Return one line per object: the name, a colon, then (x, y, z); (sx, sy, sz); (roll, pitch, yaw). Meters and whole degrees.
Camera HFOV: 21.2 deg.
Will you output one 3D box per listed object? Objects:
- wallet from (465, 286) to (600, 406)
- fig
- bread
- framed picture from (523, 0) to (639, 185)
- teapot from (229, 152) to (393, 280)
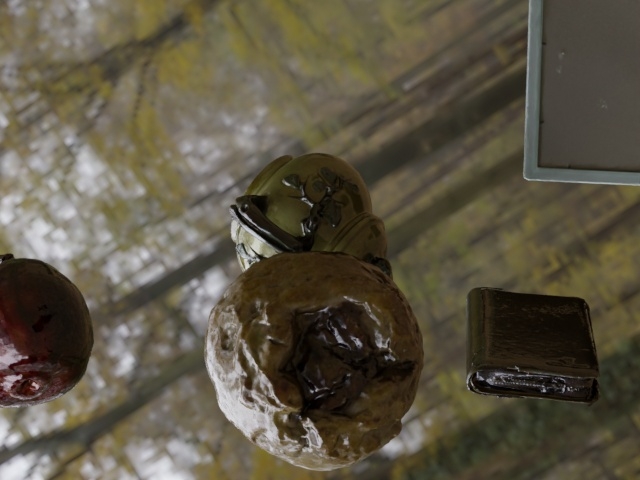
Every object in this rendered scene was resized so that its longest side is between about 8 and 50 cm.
wallet: (0.175, 0.086, 1.426); (0.198, 0.110, 0.031); (-73, -11, -73)
fig: (-0.391, 0.091, 2.264); (0.186, 0.204, 0.249); (10, -131, -17)
bread: (-0.001, 0.115, 1.733); (0.230, 0.230, 0.123); (59, 171, 4)
framed picture: (0.353, -0.210, 1.980); (0.019, 0.232, 0.296); (-23, -64, -70)
teapot: (0.000, 0.000, 1.892); (0.182, 0.173, 0.269); (34, -170, 20)
